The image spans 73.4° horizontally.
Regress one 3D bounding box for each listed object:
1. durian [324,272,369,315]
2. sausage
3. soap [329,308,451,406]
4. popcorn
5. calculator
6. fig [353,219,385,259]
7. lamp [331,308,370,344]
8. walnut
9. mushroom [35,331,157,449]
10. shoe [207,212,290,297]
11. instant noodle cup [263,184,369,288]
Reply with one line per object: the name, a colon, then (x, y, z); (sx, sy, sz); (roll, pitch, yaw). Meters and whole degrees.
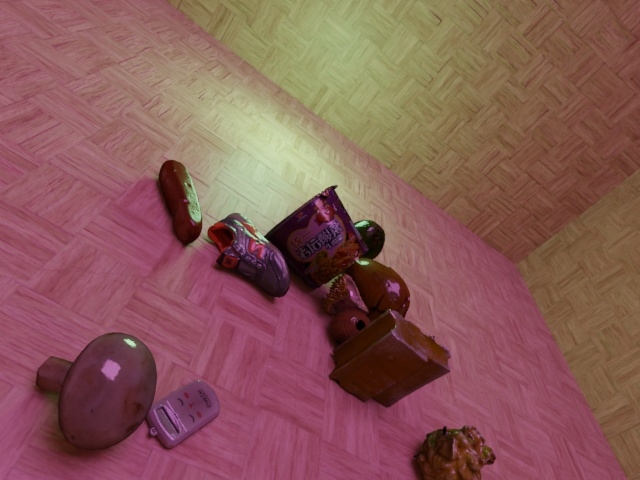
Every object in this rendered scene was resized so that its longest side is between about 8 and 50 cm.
durian: (0.090, 0.205, 1.497); (0.132, 0.165, 0.182); (30, 19, 35)
sausage: (-0.446, -0.132, 1.383); (0.094, 0.097, 0.348); (2, 48, -41)
soap: (0.210, 0.371, 1.309); (0.259, 0.281, 0.143); (34, 31, -15)
popcorn: (0.390, 0.632, 1.262); (0.169, 0.189, 0.218); (45, 30, 1)
calculator: (-0.297, 0.373, 0.933); (0.100, 0.032, 0.175); (50, 30, 14)
fig: (0.160, -0.019, 1.908); (0.203, 0.203, 0.235); (13, 18, -42)
lamp: (0.104, 0.294, 1.434); (0.136, 0.136, 0.136); (31, 30, -20)
walnut: (0.200, 0.177, 1.661); (0.209, 0.209, 0.336); (1, 38, -51)
mushroom: (-0.421, 0.268, 0.794); (0.215, 0.207, 0.207); (10, 29, 6)
shoe: (-0.242, 0.054, 1.358); (0.336, 0.132, 0.171); (48, 34, 16)
instant noodle cup: (0.000, 0.000, 1.547); (0.266, 0.340, 0.340); (53, 29, 1)
